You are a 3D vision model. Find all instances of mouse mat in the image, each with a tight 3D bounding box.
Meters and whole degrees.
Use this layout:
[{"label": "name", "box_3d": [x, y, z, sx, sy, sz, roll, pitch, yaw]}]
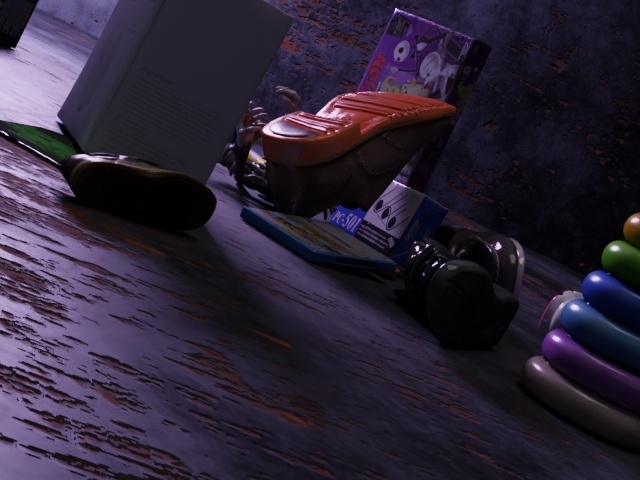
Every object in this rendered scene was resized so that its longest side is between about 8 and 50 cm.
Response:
[{"label": "mouse mat", "box_3d": [-0.227, -0.074, 1.089, 0.190, 0.007, 0.152, 28, 7, 13]}]

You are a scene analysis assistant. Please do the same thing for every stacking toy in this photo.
[{"label": "stacking toy", "box_3d": [0.331, 0.029, 1.080, 0.141, 0.330, 0.141, 27, 7, -4]}]

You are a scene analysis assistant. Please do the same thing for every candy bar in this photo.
[{"label": "candy bar", "box_3d": [-0.110, -0.141, 1.948, 0.040, 0.018, 0.161, 23, 7, -28]}]

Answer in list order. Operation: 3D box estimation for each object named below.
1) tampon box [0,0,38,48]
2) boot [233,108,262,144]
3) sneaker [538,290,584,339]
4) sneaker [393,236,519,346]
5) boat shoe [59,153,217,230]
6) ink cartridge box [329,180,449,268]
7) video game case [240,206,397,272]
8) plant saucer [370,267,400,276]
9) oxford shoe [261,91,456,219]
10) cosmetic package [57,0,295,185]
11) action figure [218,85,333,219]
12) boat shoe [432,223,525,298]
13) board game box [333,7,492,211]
[{"label": "tampon box", "box_3d": [-0.547, -0.385, 1.752, 0.120, 0.101, 0.161, 30, 7, 15]}, {"label": "boot", "box_3d": [-0.166, -0.223, 2.098, 0.165, 0.077, 0.213, 31, 13, 32]}, {"label": "sneaker", "box_3d": [0.416, 0.155, 1.480, 0.252, 0.103, 0.111, 17, 14, -21]}, {"label": "sneaker", "box_3d": [0.123, 0.050, 1.176, 0.130, 0.087, 0.227, 28, 4, 24]}, {"label": "boat shoe", "box_3d": [-0.156, -0.048, 0.964, 0.152, 0.056, 0.049, 19, 16, -47]}, {"label": "ink cartridge box", "box_3d": [0.089, -0.033, 1.525, 0.046, 0.097, 0.207, 30, 1, -25]}, {"label": "video game case", "box_3d": [0.000, 0.000, 1.297, 0.119, 0.015, 0.166, 33, 14, 35]}, {"label": "plant saucer", "box_3d": [0.061, 0.025, 1.401, 0.084, 0.013, 0.083, 26, 6, -3]}, {"label": "oxford shoe", "box_3d": [0.054, -0.116, 1.478, 0.130, 0.132, 0.364, 18, 27, 38]}, {"label": "cosmetic package", "box_3d": [-0.165, -0.188, 1.217, 0.138, 0.224, 0.224, 25, 6, -25]}, {"label": "action figure", "box_3d": [-0.089, -0.136, 1.499, 0.276, 0.140, 0.164, 27, 21, 4]}, {"label": "boat shoe", "box_3d": [0.176, 0.036, 1.431, 0.096, 0.112, 0.335, 9, 4, -6]}, {"label": "board game box", "box_3d": [0.122, -0.187, 1.799, 0.056, 0.346, 0.208, 18, 11, -37]}]
